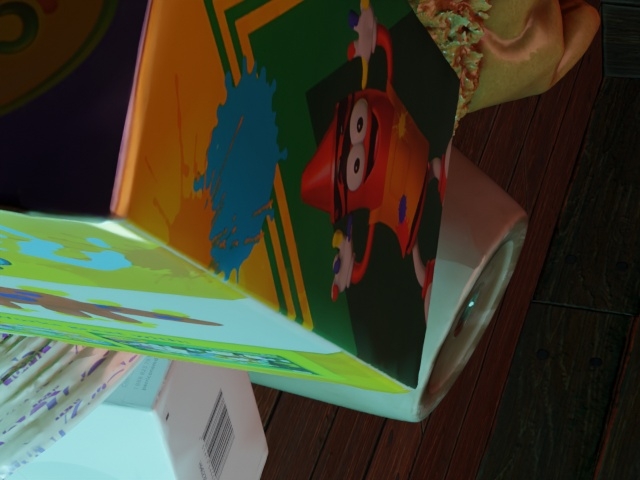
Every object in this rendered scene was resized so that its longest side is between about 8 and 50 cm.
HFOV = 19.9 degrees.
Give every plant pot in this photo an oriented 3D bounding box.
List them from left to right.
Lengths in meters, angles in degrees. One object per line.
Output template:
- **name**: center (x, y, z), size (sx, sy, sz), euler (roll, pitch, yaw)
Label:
- **plant pot**: center (0.000, 0.000, 1.456), size (0.323, 0.280, 0.323), euler (-56, 166, -22)

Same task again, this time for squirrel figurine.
- **squirrel figurine**: center (0.143, -0.305, 1.931), size (0.397, 0.281, 0.370), euler (-52, 164, -35)

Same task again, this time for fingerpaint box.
- **fingerpaint box**: center (-0.201, -0.068, 0.725), size (0.371, 0.444, 0.163), euler (36, 62, -70)

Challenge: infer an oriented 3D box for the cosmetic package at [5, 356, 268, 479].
- **cosmetic package**: center (-0.174, 0.116, 1.259), size (0.224, 0.224, 0.138), euler (79, 23, -47)

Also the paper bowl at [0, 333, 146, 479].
- **paper bowl**: center (-0.213, 0.015, 1.027), size (0.148, 0.284, 0.284), euler (54, 37, -22)
